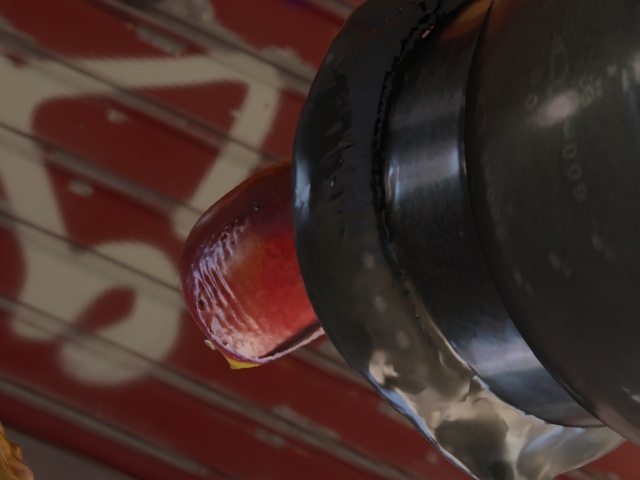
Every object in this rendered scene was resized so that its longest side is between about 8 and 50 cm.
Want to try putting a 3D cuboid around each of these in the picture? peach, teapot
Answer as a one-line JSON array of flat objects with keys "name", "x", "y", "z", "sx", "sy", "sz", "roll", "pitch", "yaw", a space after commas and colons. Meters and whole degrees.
[{"name": "peach", "x": -0.002, "y": 0.003, "z": 1.429, "sx": 0.154, "sy": 0.267, "sz": 0.158, "roll": -82, "pitch": -33, "yaw": -72}, {"name": "teapot", "x": 0.106, "y": -0.059, "z": 0.472, "sx": 0.223, "sy": 0.305, "sz": 0.285, "roll": -19, "pitch": -179, "yaw": -38}]

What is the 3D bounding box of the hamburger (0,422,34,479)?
[{"name": "hamburger", "x": -0.225, "y": 0.156, "z": 0.459, "sx": 0.330, "sy": 0.250, "sz": 0.330, "roll": 13, "pitch": -131, "yaw": -16}]
